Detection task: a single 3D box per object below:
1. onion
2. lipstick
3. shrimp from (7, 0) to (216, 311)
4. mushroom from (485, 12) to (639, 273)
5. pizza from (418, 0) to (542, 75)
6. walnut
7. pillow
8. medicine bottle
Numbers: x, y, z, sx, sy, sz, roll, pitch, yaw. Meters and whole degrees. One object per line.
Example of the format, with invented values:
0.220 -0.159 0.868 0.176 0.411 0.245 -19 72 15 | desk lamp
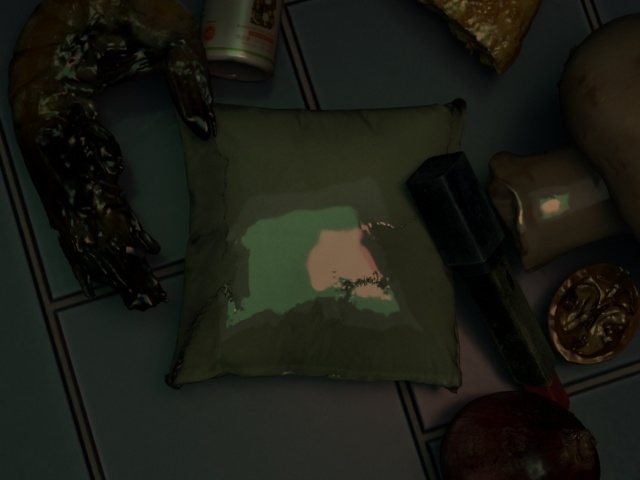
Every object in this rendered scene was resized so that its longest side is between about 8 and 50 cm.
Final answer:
0.207 0.217 1.143 0.159 0.195 0.160 7 69 -20 | onion
0.180 0.056 1.186 0.051 0.051 0.312 -48 118 -41 | lipstick
-0.200 -0.112 1.186 0.233 0.071 0.365 -28 71 13 | shrimp
0.318 -0.067 1.169 0.290 0.297 0.298 -30 84 20 | mushroom
0.122 -0.348 1.281 0.287 0.075 0.280 21 77 2 | pizza
0.284 0.081 1.236 0.091 0.052 0.121 38 75 5 | walnut
0.000 0.000 1.197 0.310 0.119 0.313 1 80 -2 | pillow
-0.080 -0.269 1.247 0.086 0.086 0.184 7 82 -2 | medicine bottle
